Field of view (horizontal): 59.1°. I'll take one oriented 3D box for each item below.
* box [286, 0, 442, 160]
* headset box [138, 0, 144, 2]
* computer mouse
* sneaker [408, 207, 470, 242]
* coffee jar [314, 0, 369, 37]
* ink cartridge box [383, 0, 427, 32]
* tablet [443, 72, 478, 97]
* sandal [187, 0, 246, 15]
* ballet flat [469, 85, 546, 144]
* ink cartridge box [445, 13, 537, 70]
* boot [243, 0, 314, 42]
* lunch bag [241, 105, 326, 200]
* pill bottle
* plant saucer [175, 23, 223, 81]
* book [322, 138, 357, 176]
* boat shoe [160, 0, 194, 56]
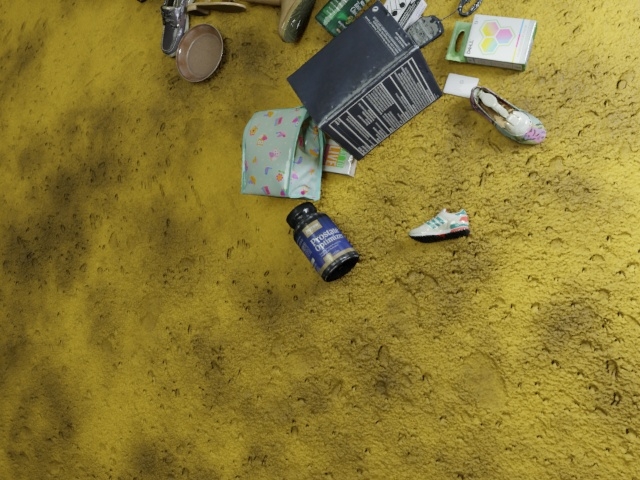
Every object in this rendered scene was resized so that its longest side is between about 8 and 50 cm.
[{"bbox_3d":[0.119,-0.394,1.452,0.294,0.296,0.182,-38,69,13],"label":"box"},{"bbox_3d":[-0.590,-0.960,1.925,0.293,0.218,0.110,-15,79,27],"label":"headset box"},{"bbox_3d":[0.333,-0.597,1.524,0.242,0.041,0.071,-31,90,15],"label":"computer mouse"},{"bbox_3d":[0.311,-0.041,1.484,0.161,0.057,0.075,-9,65,28],"label":"sneaker"},{"bbox_3d":[0.075,-0.681,1.627,0.184,0.096,0.079,-47,70,17],"label":"coffee jar"},{"bbox_3d":[0.197,-0.595,1.584,0.097,0.046,0.207,40,104,26],"label":"ink cartridge box"},{"bbox_3d":[0.373,-0.412,1.501,0.083,0.006,0.054,21,95,27],"label":"tablet"},{"bbox_3d":[-0.346,-0.797,1.859,0.240,0.088,0.079,8,95,33],"label":"sandal"},{"bbox_3d":[0.458,-0.314,1.408,0.221,0.079,0.077,44,104,23],"label":"ballet flat"},{"bbox_3d":[0.429,-0.506,1.436,0.209,0.062,0.109,16,94,21],"label":"ink cartridge box"},{"bbox_3d":[-0.155,-0.742,1.757,0.270,0.089,0.236,23,81,26],"label":"boot"},{"bbox_3d":[-0.108,-0.253,1.635,0.223,0.160,0.262,7,93,41],"label":"lunch bag"},{"bbox_3d":[0.000,0.000,1.595,0.123,0.123,0.219,-44,69,17],"label":"pill bottle"},{"bbox_3d":[-0.400,-0.627,1.902,0.199,0.036,0.198,-2,86,27],"label":"plant saucer"},{"bbox_3d":[0.038,-0.245,1.649,0.144,0.035,0.096,13,90,30],"label":"book"},{"bbox_3d":[-0.503,-0.779,1.935,0.103,0.092,0.285,20,95,27],"label":"boat shoe"}]
